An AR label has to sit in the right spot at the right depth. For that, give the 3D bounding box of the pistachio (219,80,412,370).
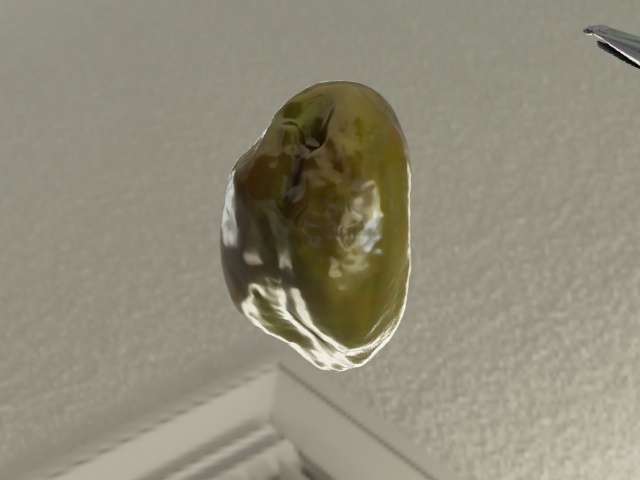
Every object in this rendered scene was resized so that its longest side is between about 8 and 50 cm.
[{"bbox_3d":[0.001,0.003,0.857,0.100,0.189,0.110,-11,-144,-30],"label":"pistachio"}]

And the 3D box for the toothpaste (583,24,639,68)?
[{"bbox_3d":[0.264,-0.114,1.035,0.170,0.028,0.045,31,-152,21],"label":"toothpaste"}]
